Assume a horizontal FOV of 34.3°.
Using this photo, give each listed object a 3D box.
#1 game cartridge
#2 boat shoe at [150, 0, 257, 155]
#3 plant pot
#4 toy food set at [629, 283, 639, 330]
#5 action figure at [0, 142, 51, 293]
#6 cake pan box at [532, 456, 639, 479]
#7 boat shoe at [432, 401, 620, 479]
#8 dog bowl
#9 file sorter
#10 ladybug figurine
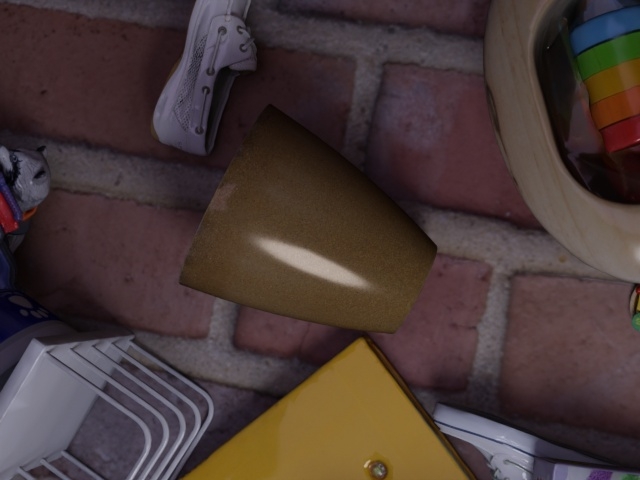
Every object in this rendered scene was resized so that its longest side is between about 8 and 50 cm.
[{"bbox_3d":[0.015,0.324,1.268,0.323,0.052,0.285,-39,78,10],"label":"game cartridge"},{"bbox_3d":[-0.121,-0.240,1.322,0.096,0.098,0.277,25,100,13],"label":"boat shoe"},{"bbox_3d":[0.000,0.000,1.223,0.254,0.237,0.237,26,92,-1],"label":"plant pot"},{"bbox_3d":[0.404,0.080,1.210,0.083,0.020,0.083,11,88,13],"label":"toy food set"},{"bbox_3d":[-0.512,-0.076,1.360,0.330,0.178,0.341,-13,107,7],"label":"action figure"},{"bbox_3d":[0.340,0.382,1.131,0.245,0.070,0.267,10,85,-7],"label":"cake pan box"},{"bbox_3d":[0.231,0.257,1.202,0.226,0.083,0.076,19,89,13],"label":"boat shoe"},{"bbox_3d":[-0.410,0.193,1.262,0.104,0.265,0.265,35,93,15],"label":"dog bowl"},{"bbox_3d":[-0.262,0.234,1.223,0.173,0.277,0.193,33,93,9],"label":"file sorter"},{"bbox_3d":[0.346,-0.172,1.166,0.305,0.162,0.450,-13,83,17],"label":"ladybug figurine"}]
